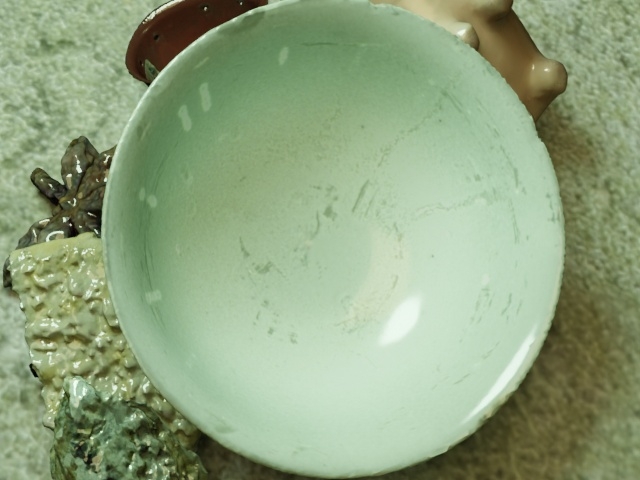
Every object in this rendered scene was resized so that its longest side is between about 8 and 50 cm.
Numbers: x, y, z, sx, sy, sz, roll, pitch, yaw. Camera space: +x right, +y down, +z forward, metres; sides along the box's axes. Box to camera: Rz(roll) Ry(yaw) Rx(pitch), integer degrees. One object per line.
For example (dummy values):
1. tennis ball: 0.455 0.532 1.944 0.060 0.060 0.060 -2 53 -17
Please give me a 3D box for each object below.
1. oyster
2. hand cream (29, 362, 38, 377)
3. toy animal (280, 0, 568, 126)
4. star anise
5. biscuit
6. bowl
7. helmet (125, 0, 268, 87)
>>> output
1. oyster: -0.184 0.209 1.088 0.177 0.064 0.125 35 79 -16
2. hand cream: -0.190 0.079 1.241 0.248 0.052 0.075 -28 90 -15
3. toy animal: 0.100 -0.222 1.244 0.269 0.326 0.237 5 47 51
4. star anise: -0.241 -0.028 1.257 0.197 0.073 0.212 -2 62 23
5. biscuit: -0.191 0.126 1.165 0.179 0.084 0.281 -15 89 -14
6. bowl: 0.000 0.000 1.148 0.435 0.196 0.435 1 86 -13
7. helmet: -0.118 -0.204 1.320 0.175 0.106 0.155 -42 45 -8
